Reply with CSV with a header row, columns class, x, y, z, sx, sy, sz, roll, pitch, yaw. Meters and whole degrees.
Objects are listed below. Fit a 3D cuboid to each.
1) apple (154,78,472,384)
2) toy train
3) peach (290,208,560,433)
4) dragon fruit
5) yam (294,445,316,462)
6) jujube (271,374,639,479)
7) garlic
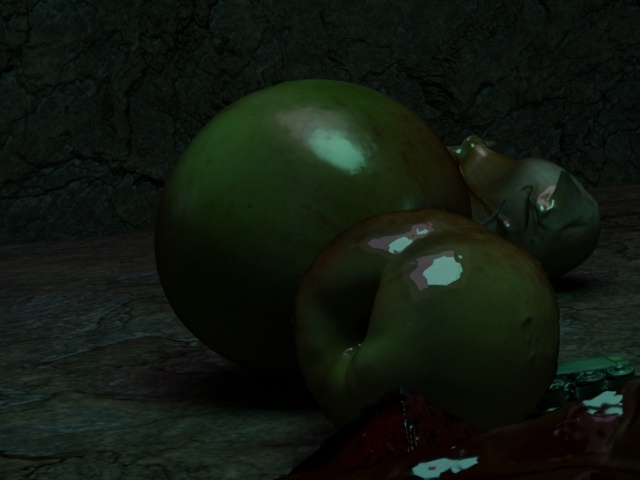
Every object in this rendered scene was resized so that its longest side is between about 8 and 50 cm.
class,x,y,z,sx,sy,sz,roll,pitch,yaw
apple,0.000,0.000,1.189,0.319,0.319,0.277,-9,34,-33
toy train,0.213,0.132,1.052,0.148,0.038,0.071,-6,5,-12
peach,0.098,0.079,0.969,0.233,0.232,0.232,-4,7,1
dragon fruit,0.048,0.179,0.686,0.127,0.120,0.161,34,25,-20
yam,0.026,0.173,0.902,0.116,0.021,0.021,2,10,42
jujube,0.108,0.148,0.460,0.342,0.216,0.216,-14,3,22
garlic,0.231,-0.032,1.659,0.286,0.249,0.313,10,20,-28
